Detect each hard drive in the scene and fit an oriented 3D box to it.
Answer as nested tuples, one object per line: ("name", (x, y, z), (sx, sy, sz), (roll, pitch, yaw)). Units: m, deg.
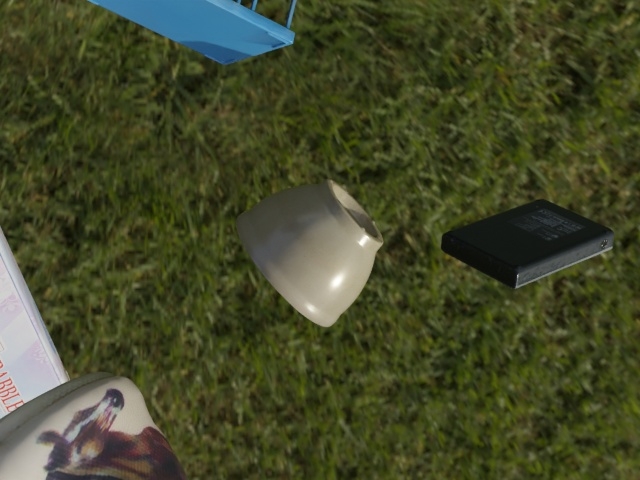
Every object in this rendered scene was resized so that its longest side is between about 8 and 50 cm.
("hard drive", (0.192, 0.000, 1.098), (0.135, 0.094, 0.022), (-18, 123, -35))

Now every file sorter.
("file sorter", (-0.113, -0.248, 1.079), (0.170, 0.118, 0.104), (22, 75, -33))

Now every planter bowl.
("planter bowl", (0.000, 0.000, 1.321), (0.109, 0.162, 0.162), (-40, 113, 12))

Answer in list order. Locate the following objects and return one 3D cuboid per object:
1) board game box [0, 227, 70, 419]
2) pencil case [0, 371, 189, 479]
("board game box", (-0.346, 0.103, 0.810), (0.318, 0.066, 0.318), (-21, 150, -12))
("pencil case", (-0.038, 0.249, 0.465), (0.160, 0.183, 0.410), (-34, 81, -16))
